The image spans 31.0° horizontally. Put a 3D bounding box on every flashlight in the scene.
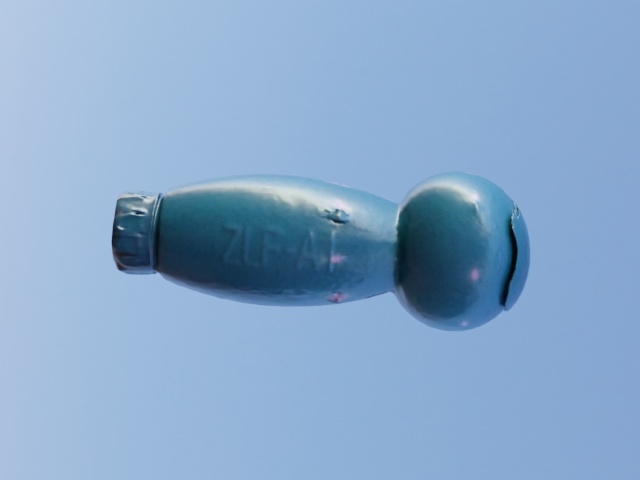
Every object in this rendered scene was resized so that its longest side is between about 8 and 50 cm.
[{"bbox_3d":[0.000,0.000,0.358,0.051,0.129,0.051,-175,-90,-89],"label":"flashlight"}]
